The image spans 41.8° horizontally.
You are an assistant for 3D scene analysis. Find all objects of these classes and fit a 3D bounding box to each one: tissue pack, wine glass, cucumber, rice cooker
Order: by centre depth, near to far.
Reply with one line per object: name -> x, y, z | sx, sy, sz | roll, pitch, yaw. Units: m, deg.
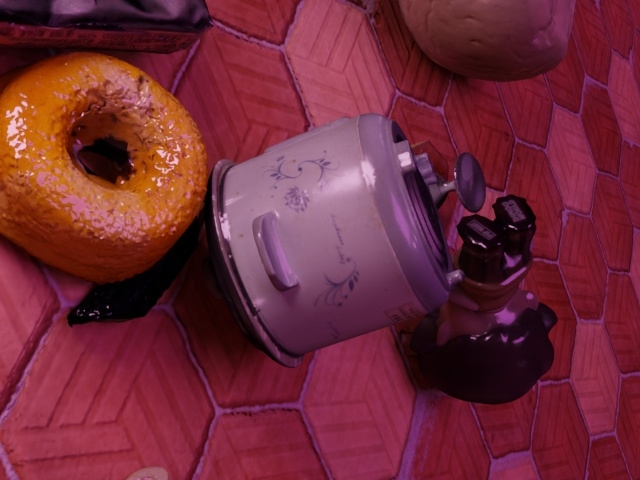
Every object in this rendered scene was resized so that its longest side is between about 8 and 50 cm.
tissue pack -> -0.275, -0.311, 0.852 | 0.332, 0.123, 0.244 | -13, 79, -51
cucumber -> -0.194, 0.038, 0.942 | 0.220, 0.046, 0.070 | -58, 132, -41
rice cooker -> 0.000, 0.000, 0.995 | 0.317, 0.317, 0.264 | -18, 88, -51
wine glass -> 0.134, -0.068, 1.238 | 0.093, 0.202, 0.092 | 17, 68, -51

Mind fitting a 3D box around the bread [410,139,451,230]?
bread -> 0.156, -0.101, 1.378 | 0.192, 0.067, 0.119 | 46, 57, -32

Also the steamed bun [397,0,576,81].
steamed bun -> 0.277, -0.488, 1.447 | 0.456, 0.290, 0.371 | 36, 60, -58

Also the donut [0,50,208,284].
donut -> -0.235, -0.080, 0.871 | 0.254, 0.118, 0.253 | 15, 63, -31

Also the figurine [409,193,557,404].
figurine -> 0.236, 0.092, 1.278 | 0.218, 0.206, 0.364 | -38, 131, -29

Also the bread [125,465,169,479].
bread -> -0.191, 0.284, 0.872 | 0.062, 0.049, 0.103 | 61, 31, -64
